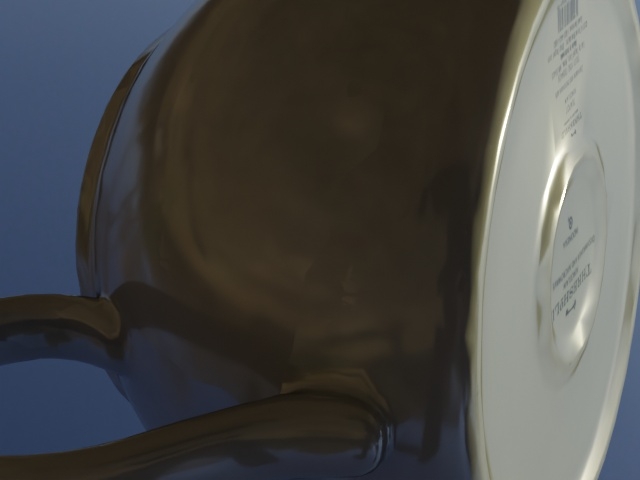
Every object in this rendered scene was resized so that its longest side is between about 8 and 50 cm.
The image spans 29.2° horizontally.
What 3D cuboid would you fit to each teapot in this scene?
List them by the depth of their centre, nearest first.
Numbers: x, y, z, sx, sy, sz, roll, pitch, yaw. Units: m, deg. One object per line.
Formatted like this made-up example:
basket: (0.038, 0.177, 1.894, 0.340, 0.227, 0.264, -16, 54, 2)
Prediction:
teapot: (0.000, 0.000, 0.432, 0.187, 0.256, 0.252, 6, -110, 25)
